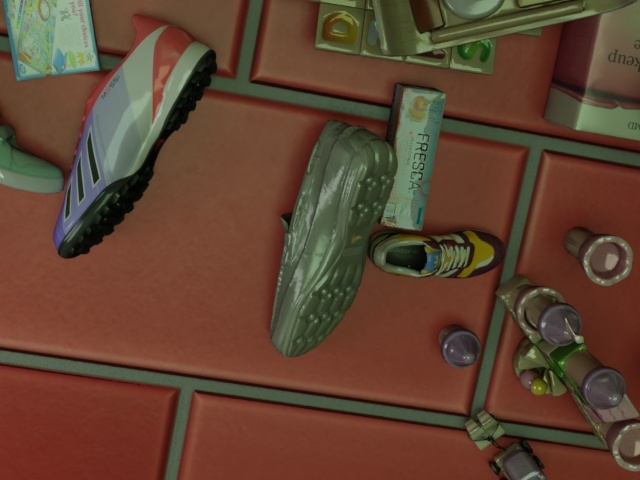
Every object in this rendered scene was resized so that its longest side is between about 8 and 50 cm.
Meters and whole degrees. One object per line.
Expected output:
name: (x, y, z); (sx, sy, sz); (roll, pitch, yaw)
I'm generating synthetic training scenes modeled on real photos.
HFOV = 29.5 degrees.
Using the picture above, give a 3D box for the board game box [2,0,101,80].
board game box: (-0.332, -0.279, 1.487); (0.103, 0.026, 0.154); (-8, 103, -6)

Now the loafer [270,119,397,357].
loafer: (0.000, 0.000, 1.559); (0.112, 0.111, 0.319); (-1, 119, -49)

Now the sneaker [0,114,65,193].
sneaker: (-0.403, -0.164, 1.470); (0.256, 0.094, 0.151); (28, 94, -13)

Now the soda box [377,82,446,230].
soda box: (0.113, -0.107, 1.563); (0.058, 0.063, 0.183); (8, 102, -9)

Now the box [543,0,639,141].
box: (0.391, -0.246, 1.536); (0.149, 0.127, 0.232); (8, 101, -9)

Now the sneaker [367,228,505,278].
sneaker: (0.156, 0.023, 1.586); (0.186, 0.084, 0.069); (-2, 102, -7)

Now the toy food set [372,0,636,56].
toy food set: (0.204, -0.355, 1.432); (0.306, 0.092, 0.219); (-11, 90, 10)

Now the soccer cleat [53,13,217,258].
soccer cleat: (-0.254, -0.126, 1.502); (0.116, 0.108, 0.318); (34, 97, 5)

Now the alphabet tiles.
alphabet tiles: (0.119, -0.361, 1.503); (0.343, 0.011, 0.285); (7, 89, -9)

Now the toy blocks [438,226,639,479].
toy blocks: (0.330, 0.186, 1.553); (0.309, 0.260, 0.288); (-36, 105, 1)
